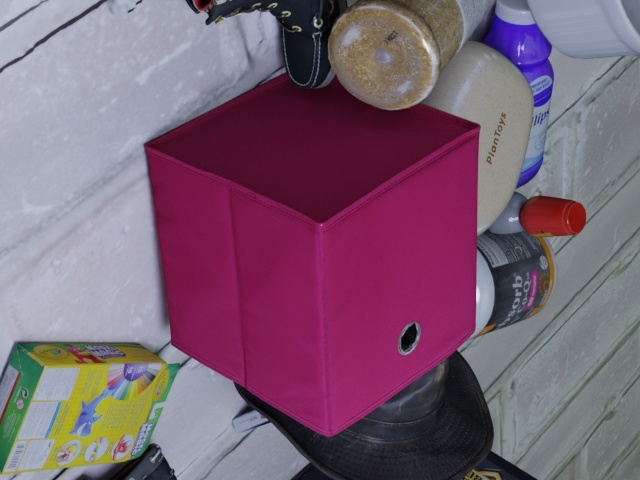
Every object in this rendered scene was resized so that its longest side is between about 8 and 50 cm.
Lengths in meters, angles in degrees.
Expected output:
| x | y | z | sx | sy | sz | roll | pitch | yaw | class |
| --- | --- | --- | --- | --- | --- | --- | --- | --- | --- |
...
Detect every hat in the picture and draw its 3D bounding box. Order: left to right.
| x | y | z | sx | sy | sz | roll | pitch | yaw | class |
| --- | --- | --- | --- | --- | --- | --- | --- | --- | --- |
| 0.069 | 0.133 | 1.554 | 0.331 | 0.331 | 0.134 | -25 | 144 | -44 | hat |

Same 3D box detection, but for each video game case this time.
| x | y | z | sx | sy | sz | roll | pitch | yaw | class |
| --- | --- | --- | --- | --- | --- | --- | --- | --- | --- |
| 0.013 | 0.196 | 1.729 | 0.183 | 0.023 | 0.201 | -27 | 170 | 37 | video game case |

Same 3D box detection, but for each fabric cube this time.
| x | y | z | sx | sy | sz | roll | pitch | yaw | class |
| --- | --- | --- | --- | --- | --- | --- | --- | --- | --- |
| 0.000 | 0.000 | 1.408 | 0.254 | 0.259 | 0.258 | -31 | 132 | -37 | fabric cube |

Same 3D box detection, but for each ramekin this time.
| x | y | z | sx | sy | sz | roll | pitch | yaw | class |
| --- | --- | --- | --- | --- | --- | --- | --- | --- | --- |
| 0.366 | -0.363 | 1.686 | 0.277 | 0.135 | 0.277 | 7 | 81 | -50 | ramekin |

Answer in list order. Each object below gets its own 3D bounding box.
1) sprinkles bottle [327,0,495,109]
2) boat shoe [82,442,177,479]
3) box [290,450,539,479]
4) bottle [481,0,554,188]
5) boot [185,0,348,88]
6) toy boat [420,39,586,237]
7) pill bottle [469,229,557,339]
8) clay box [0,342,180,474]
| x | y | z | sx | sy | sz | roll | pitch | yaw | class |
| --- | --- | --- | --- | --- | --- | --- | --- | --- | --- |
| 0.131 | -0.274 | 1.428 | 0.355 | 0.121 | 0.121 | -54 | 154 | -47 | sprinkles bottle |
| -0.266 | 0.309 | 1.502 | 0.233 | 0.084 | 0.079 | -26 | 97 | -34 | boat shoe |
| 0.122 | 0.386 | 1.891 | 0.293 | 0.295 | 0.073 | -36 | 142 | -33 | box |
| 0.259 | -0.203 | 1.794 | 0.118 | 0.092 | 0.283 | -29 | 137 | -32 | bottle |
| -0.058 | -0.240 | 1.325 | 0.178 | 0.085 | 0.236 | -28 | 137 | -35 | boot |
| 0.204 | -0.087 | 1.700 | 0.318 | 0.148 | 0.268 | 35 | 70 | -39 | toy boat |
| 0.203 | 0.059 | 1.864 | 0.278 | 0.162 | 0.162 | -14 | 126 | -51 | pill bottle |
| -0.252 | 0.175 | 1.411 | 0.222 | 0.053 | 0.127 | 8 | 109 | -58 | clay box |
